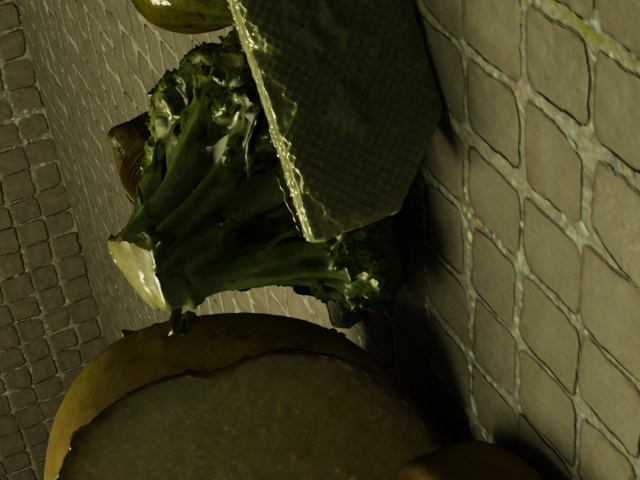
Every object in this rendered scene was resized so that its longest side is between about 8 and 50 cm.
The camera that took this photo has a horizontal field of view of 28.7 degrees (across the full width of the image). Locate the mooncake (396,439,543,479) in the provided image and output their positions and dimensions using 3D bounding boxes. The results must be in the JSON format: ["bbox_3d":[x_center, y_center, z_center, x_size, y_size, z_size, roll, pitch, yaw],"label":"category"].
[{"bbox_3d":[0.160,0.290,1.136,0.235,0.117,0.235,162,90,-73],"label":"mooncake"}]

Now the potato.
[{"bbox_3d":[-0.078,0.251,1.356,0.442,0.385,0.319,39,-178,-20],"label":"potato"}]

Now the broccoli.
[{"bbox_3d":[-0.067,-0.039,1.197,0.304,0.283,0.321,58,151,-13],"label":"broccoli"}]

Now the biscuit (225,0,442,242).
[{"bbox_3d":[0.018,-0.136,1.032,0.052,0.150,0.252,-163,55,-71],"label":"biscuit"}]

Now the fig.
[{"bbox_3d":[-0.125,-0.295,1.416,0.133,0.184,0.127,72,-153,-58],"label":"fig"}]

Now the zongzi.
[{"bbox_3d":[-0.241,-0.049,2.018,0.248,0.111,0.241,56,165,32],"label":"zongzi"}]

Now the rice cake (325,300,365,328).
[{"bbox_3d":[0.000,0.000,1.438,0.043,0.034,0.211,-15,95,70],"label":"rice cake"}]
